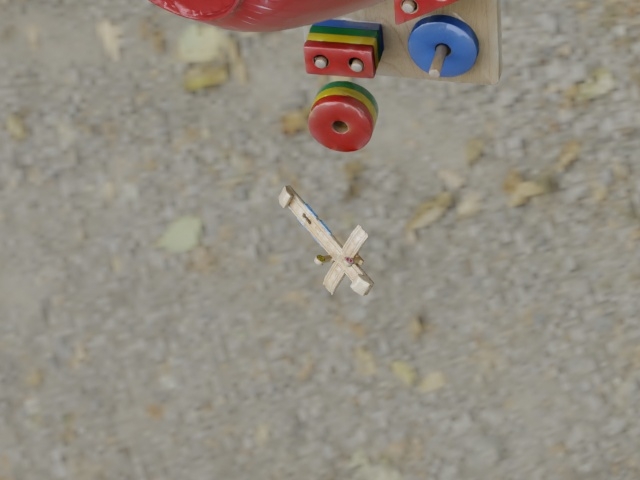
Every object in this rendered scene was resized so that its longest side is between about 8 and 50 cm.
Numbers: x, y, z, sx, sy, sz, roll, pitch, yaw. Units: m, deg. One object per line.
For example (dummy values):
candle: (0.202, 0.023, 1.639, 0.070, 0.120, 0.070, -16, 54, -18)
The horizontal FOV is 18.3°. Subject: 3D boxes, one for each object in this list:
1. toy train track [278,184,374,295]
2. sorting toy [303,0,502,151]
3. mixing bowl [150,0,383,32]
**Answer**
toy train track: (0.000, 0.000, 1.140, 0.083, 0.014, 0.048, 50, 128, 27)
sorting toy: (0.046, -0.156, 1.269, 0.132, 0.046, 0.274, 6, 134, 13)
mixing bowl: (-0.029, -0.139, 0.672, 0.181, 0.098, 0.181, 33, 151, 20)
